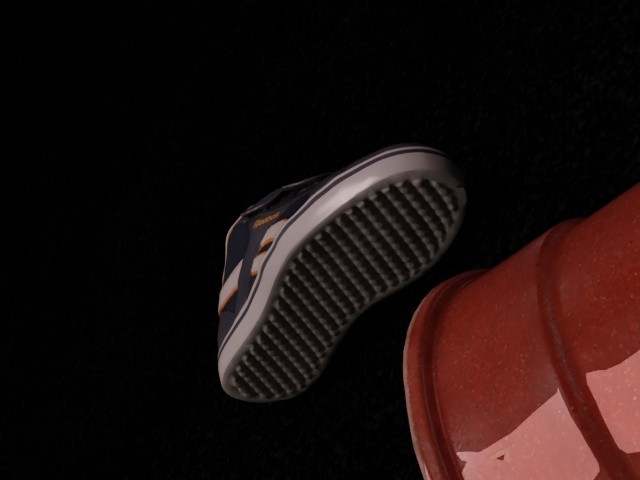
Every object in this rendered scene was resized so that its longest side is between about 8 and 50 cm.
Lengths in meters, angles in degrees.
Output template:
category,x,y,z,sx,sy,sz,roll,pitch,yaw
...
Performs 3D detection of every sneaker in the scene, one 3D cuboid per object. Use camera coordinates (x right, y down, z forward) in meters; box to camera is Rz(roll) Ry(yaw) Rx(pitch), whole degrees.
category,x,y,z,sx,sy,sz,roll,pitch,yaw
sneaker,0.000,0.000,1.223,0.321,0.126,0.127,-48,37,41

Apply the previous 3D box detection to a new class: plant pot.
category,x,y,z,sx,sy,sz,roll,pitch,yaw
plant pot,0.221,0.047,0.595,0.265,0.272,0.272,-43,34,30
